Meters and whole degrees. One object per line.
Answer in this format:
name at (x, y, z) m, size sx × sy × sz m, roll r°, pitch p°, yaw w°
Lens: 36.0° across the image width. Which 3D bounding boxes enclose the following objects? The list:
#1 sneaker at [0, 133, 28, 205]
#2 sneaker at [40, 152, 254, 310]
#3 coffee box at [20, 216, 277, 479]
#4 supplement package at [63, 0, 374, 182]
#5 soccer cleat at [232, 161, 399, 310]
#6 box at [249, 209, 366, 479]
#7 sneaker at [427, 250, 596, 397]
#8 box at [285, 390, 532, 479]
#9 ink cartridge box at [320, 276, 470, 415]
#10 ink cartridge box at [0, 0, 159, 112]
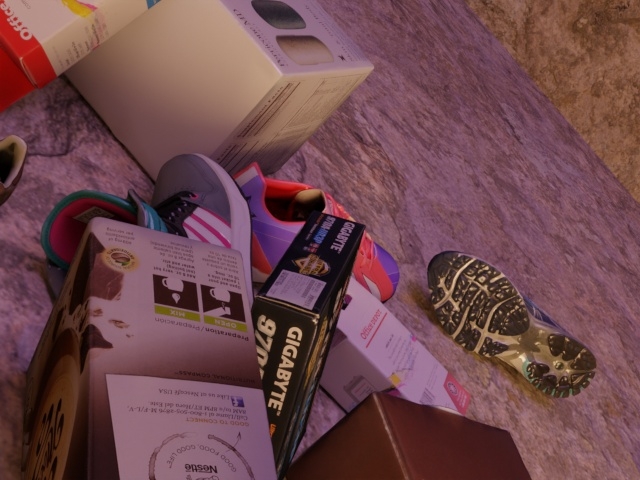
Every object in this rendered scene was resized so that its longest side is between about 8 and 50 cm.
sneaker at (-0.293, -0.036, 0.774) m, size 0.066 × 0.071 × 0.188 m, roll 40°, pitch 25°, yaw -11°
sneaker at (-0.159, -0.005, 0.882) m, size 0.178 × 0.124 × 0.295 m, roll 37°, pitch 26°, yaw -38°
coffee box at (-0.117, 0.151, 0.628) m, size 0.119 × 0.168 × 0.297 m, roll 14°, pitch 37°, yaw -24°
supplement package at (-0.108, -0.199, 1.145) m, size 0.199 × 0.198 × 0.262 m, roll 49°, pitch 26°, yaw 7°
soccer cleat at (0.000, 0.000, 1.106) m, size 0.318 × 0.116 × 0.108 m, roll 18°, pitch 37°, yaw -44°
box at (-0.030, 0.107, 0.791) m, size 0.051 × 0.220 × 0.175 m, roll 19°, pitch 25°, yaw 6°
sneaker at (0.246, 0.110, 1.363) m, size 0.283 × 0.110 × 0.122 m, roll 40°, pitch 8°, yaw -17°
box at (0.121, 0.324, 0.786) m, size 0.191 × 0.143 × 0.381 m, roll 23°, pitch 35°, yaw -38°
ink cartridge box at (0.062, 0.139, 1.052) m, size 0.198 × 0.067 × 0.115 m, roll 46°, pitch 25°, yaw -1°
ink cartridge box at (-0.265, -0.245, 0.949) m, size 0.134 × 0.231 × 0.078 m, roll 48°, pitch -12°, yaw 8°
